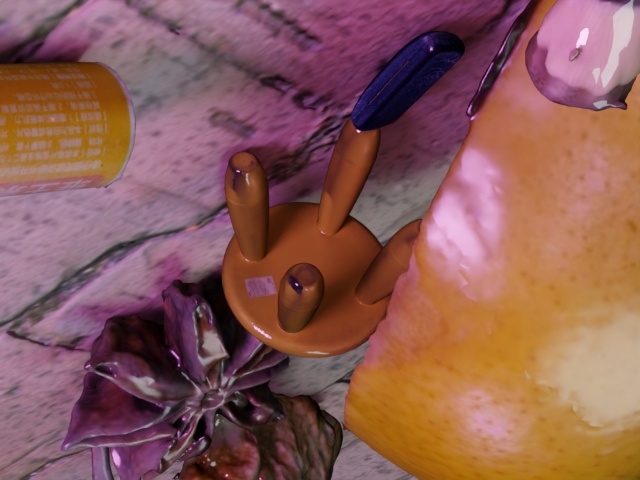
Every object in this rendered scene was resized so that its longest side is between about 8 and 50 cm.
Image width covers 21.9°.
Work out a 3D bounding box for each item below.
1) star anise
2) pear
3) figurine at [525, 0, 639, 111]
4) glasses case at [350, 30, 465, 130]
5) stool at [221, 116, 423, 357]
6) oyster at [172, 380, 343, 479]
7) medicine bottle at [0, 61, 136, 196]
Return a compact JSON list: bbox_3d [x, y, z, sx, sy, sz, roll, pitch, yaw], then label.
[{"bbox_3d":[-0.099,0.096,1.142,0.231,0.089,0.209,-36,147,8],"label":"star anise"},{"bbox_3d":[0.176,0.001,0.923,0.340,0.191,0.386,-49,166,-39],"label":"pear"},{"bbox_3d":[0.162,-0.209,0.494,0.306,0.241,0.412,22,132,-33],"label":"figurine"},{"bbox_3d":[0.049,-0.095,0.956,0.033,0.023,0.083,-14,159,-45],"label":"glasses case"},{"bbox_3d":[0.000,0.000,1.006,0.110,0.134,0.135,111,0,-59],"label":"stool"},{"bbox_3d":[-0.062,0.204,1.374,0.198,0.133,0.337,-56,172,3],"label":"oyster"},{"bbox_3d":[-0.182,-0.046,0.718,0.218,0.074,0.074,-8,153,-46],"label":"medicine bottle"}]
